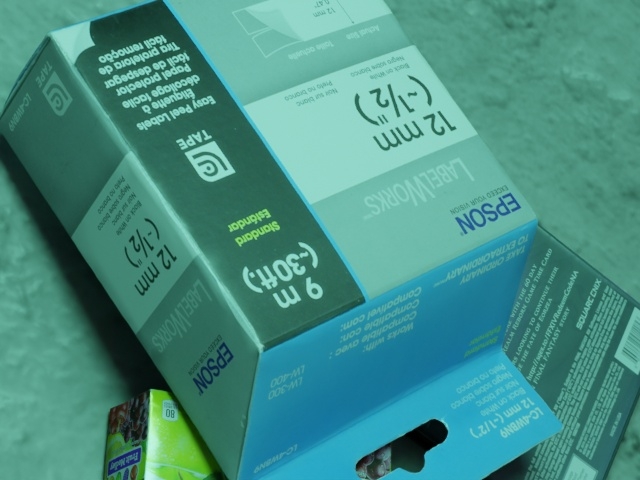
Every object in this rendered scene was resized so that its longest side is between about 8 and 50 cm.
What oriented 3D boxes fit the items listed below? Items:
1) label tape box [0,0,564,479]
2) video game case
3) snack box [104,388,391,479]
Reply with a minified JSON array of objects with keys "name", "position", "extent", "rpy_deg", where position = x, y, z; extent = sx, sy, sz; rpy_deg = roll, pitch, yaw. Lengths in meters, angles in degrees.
[{"name":"label tape box","position":[0.000,0.000,1.243],"extent":[0.249,0.115,0.348],"rpy_deg":[-24,72,-39]},{"name":"video game case","position":[0.107,0.060,1.392],"extent":[0.274,0.026,0.196],"rpy_deg":[37,59,-15]},{"name":"snack box","position":[-0.046,0.209,1.222],"extent":[0.174,0.070,0.207],"rpy_deg":[12,69,-27]}]
